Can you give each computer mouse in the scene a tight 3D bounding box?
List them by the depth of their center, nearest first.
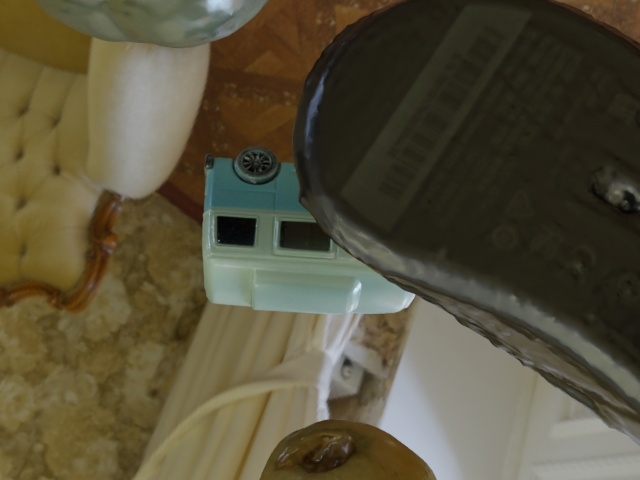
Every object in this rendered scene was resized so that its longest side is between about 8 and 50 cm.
[{"bbox_3d":[0.116,-0.004,0.375,0.264,0.147,0.088,34,170,14],"label":"computer mouse"}]

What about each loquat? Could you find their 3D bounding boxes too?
[{"bbox_3d":[0.029,0.295,0.920,0.213,0.213,0.213,16,145,11],"label":"loquat"}]

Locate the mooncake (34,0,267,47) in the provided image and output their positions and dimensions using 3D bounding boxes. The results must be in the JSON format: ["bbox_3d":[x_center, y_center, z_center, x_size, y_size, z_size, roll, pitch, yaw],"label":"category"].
[{"bbox_3d":[-0.142,-0.292,0.738,0.275,0.274,0.135,10,-174,19],"label":"mooncake"}]

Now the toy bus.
[{"bbox_3d":[0.000,0.000,1.008,0.272,0.164,0.133,3,147,-3],"label":"toy bus"}]
